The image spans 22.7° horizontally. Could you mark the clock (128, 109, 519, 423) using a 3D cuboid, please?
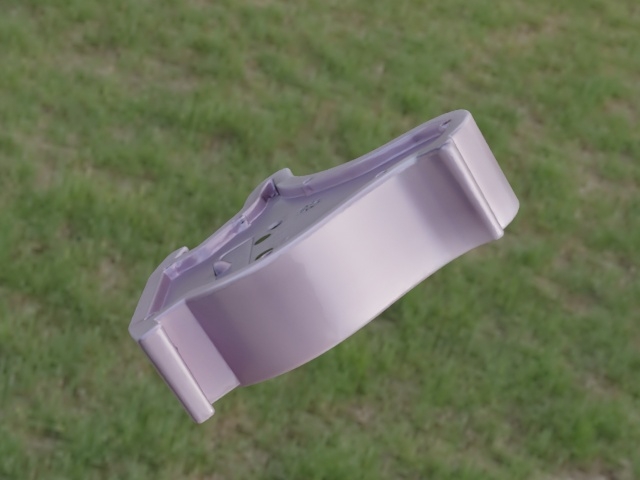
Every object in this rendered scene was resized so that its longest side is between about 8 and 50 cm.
[{"bbox_3d":[0.000,0.000,1.167,0.080,0.275,0.290,58,4,-12],"label":"clock"}]
